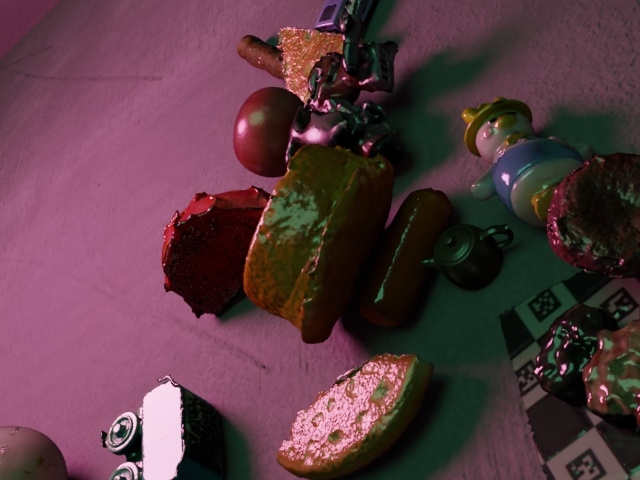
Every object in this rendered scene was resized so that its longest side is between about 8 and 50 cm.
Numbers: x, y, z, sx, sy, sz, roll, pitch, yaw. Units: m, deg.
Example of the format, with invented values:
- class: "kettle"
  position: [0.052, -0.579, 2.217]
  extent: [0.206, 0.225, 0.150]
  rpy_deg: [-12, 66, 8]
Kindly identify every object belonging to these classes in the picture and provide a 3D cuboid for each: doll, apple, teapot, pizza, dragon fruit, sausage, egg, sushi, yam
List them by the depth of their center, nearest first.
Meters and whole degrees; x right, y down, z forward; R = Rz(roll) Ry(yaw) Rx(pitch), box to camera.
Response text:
- class: "sushi"
  position: [0.318, 0.119, 0.749]
  extent: [0.320, 0.069, 0.339]
  rpy_deg: [-32, 43, 28]
- class: "doll"
  position: [0.246, -0.100, 0.975]
  extent: [0.135, 0.099, 0.241]
  rpy_deg: [-45, 40, 19]
- class: "pizza"
  position: [0.046, 0.222, 0.975]
  extent: [0.246, 0.058, 0.127]
  rpy_deg: [-46, 39, 14]
- class: "teapot"
  position: [0.181, 0.011, 0.980]
  extent: [0.121, 0.068, 0.076]
  rpy_deg: [-28, 44, 31]
- class: "sausage"
  position: [0.113, 0.018, 1.046]
  extent: [0.076, 0.076, 0.197]
  rpy_deg: [10, 70, 50]
- class: "dragon fruit"
  position: [-0.161, 0.000, 1.285]
  extent: [0.261, 0.163, 0.189]
  rpy_deg: [-54, 1, 29]
- class: "apple"
  position: [-0.075, -0.181, 1.344]
  extent: [0.120, 0.153, 0.153]
  rpy_deg: [18, 75, 26]
- class: "egg"
  position: [-0.546, 0.418, 1.346]
  extent: [0.283, 0.203, 0.203]
  rpy_deg: [-33, 42, 32]
- class: "pizza"
  position: [-0.006, -0.320, 1.426]
  extent: [0.201, 0.053, 0.193]
  rpy_deg: [-40, 62, 26]
- class: "yam"
  position: [-0.102, -0.362, 1.584]
  extent: [0.061, 0.061, 0.253]
  rpy_deg: [-53, 36, 2]

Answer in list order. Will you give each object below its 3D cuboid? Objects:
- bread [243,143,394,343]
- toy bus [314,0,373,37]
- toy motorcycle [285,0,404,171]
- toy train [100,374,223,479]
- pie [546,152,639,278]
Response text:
- class: "bread"
  position: [0.000, 0.000, 1.050]
  extent: [0.146, 0.268, 0.268]
  rpy_deg: [22, 75, 10]
- class: "toy bus"
  position: [0.054, -0.437, 1.458]
  extent: [0.073, 0.076, 0.167]
  rpy_deg: [2, 64, 47]
- class: "toy motorcycle"
  position: [0.049, -0.223, 1.232]
  extent: [0.207, 0.134, 0.401]
  rpy_deg: [-3, 75, 46]
- class: "toy train"
  position: [-0.225, 0.311, 1.164]
  extent: [0.163, 0.112, 0.203]
  rpy_deg: [-33, 42, 17]
- class: "pie"
  position: [0.305, -0.028, 0.811]
  extent: [0.154, 0.038, 0.153]
  rpy_deg: [-8, 50, 10]
